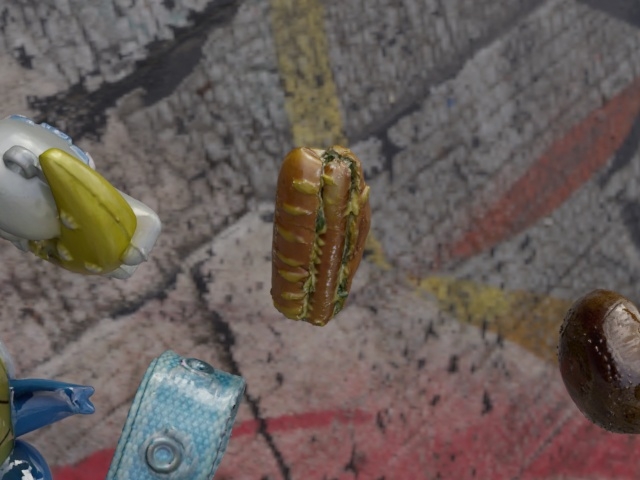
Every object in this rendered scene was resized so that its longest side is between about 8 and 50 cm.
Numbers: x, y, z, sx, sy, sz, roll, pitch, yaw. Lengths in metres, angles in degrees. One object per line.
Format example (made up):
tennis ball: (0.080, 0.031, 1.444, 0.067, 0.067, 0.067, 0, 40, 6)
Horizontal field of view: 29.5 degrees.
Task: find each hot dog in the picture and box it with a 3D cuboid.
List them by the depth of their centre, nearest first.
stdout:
hot dog: (0.000, 0.000, 1.438, 0.115, 0.072, 0.269, -13, 134, -16)

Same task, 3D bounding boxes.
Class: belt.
belt: (-0.126, 0.220, 0.792, 0.072, 0.087, 0.302, 21, 94, -2)

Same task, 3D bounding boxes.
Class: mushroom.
mushroom: (0.250, 0.104, 1.024, 0.087, 0.127, 0.127, -11, 101, -14)

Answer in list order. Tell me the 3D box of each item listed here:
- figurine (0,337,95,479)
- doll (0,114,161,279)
figurine: (-0.438, 0.184, 1.323, 0.298, 0.243, 0.416, -39, 96, -33)
doll: (-0.267, -0.051, 1.155, 0.252, 0.237, 0.111, 33, 74, 2)
